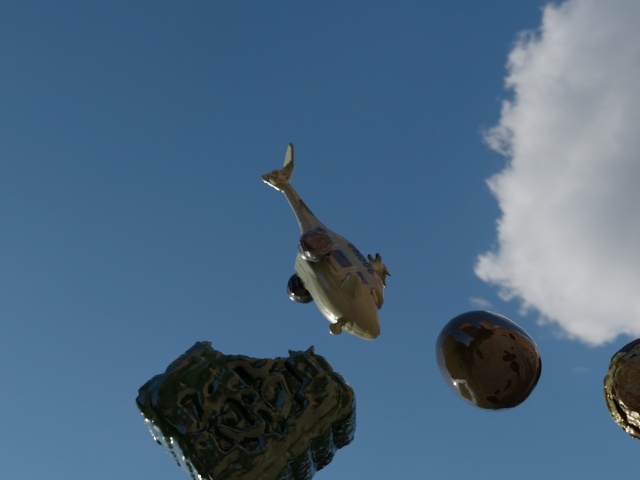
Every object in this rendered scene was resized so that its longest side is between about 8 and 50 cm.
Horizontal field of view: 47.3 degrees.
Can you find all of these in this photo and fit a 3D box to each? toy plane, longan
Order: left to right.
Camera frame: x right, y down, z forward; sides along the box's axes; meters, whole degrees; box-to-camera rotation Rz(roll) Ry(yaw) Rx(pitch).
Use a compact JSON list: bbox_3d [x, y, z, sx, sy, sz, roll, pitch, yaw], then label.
[{"bbox_3d":[0.000,0.000,0.852,0.108,0.286,0.092,-15,-39,-27],"label":"toy plane"},{"bbox_3d":[0.294,0.211,1.283,0.189,0.189,0.189,-9,-65,-20],"label":"longan"}]

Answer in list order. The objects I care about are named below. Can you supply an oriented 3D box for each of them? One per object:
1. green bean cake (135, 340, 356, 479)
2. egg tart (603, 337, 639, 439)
[{"bbox_3d":[-0.126,0.297,1.291,0.300,0.308,0.169,-38,-31,-25],"label":"green bean cake"},{"bbox_3d":[0.706,0.309,1.554,0.106,0.241,0.241,22,-79,-39],"label":"egg tart"}]
